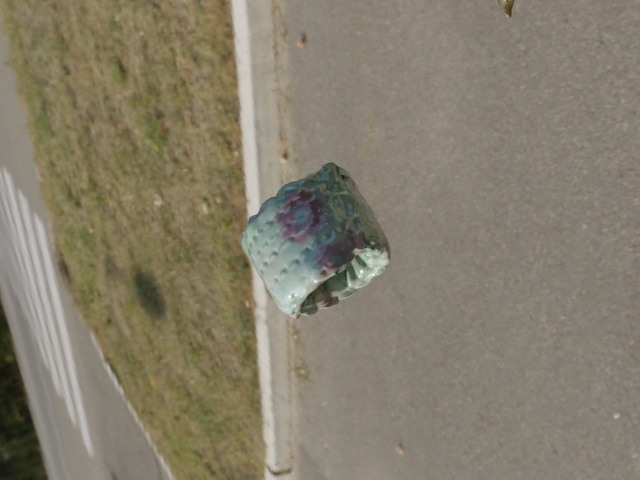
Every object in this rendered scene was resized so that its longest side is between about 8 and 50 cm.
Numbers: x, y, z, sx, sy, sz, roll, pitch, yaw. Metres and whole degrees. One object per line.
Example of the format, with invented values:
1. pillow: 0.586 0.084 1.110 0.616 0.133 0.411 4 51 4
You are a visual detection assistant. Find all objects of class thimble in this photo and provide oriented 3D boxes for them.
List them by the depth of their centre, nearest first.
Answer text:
1. thimble: 0.000 0.000 1.104 0.149 0.185 0.211 59 145 16

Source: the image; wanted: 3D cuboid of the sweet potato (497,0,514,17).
1. sweet potato: 0.332 -0.557 1.578 0.249 0.059 0.069 50 162 -20
